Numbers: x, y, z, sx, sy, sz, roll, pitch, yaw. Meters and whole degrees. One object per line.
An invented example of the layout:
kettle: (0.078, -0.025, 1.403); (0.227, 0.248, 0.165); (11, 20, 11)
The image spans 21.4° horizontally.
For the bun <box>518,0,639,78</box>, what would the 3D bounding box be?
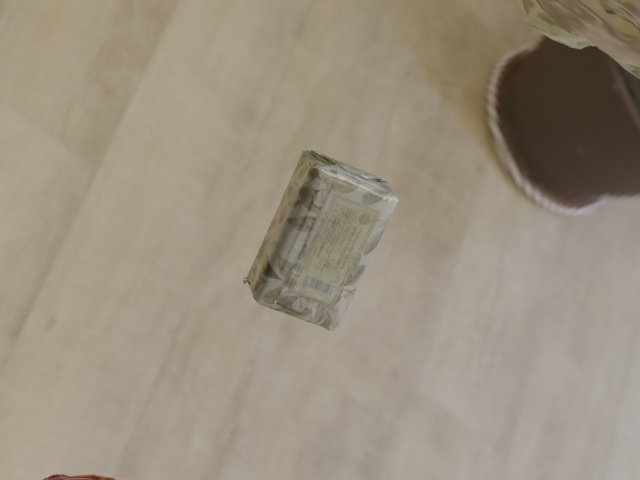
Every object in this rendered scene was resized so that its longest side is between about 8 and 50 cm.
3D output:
bun: (0.219, -0.132, 0.601); (0.361, 0.213, 0.361); (3, 55, -4)

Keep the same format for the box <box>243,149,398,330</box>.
box: (0.000, 0.000, 1.025); (0.062, 0.045, 0.098); (22, 103, -18)

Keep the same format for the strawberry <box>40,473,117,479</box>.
strawberry: (-0.148, 0.378, 1.481); (0.351, 0.267, 0.312); (18, 83, -17)
